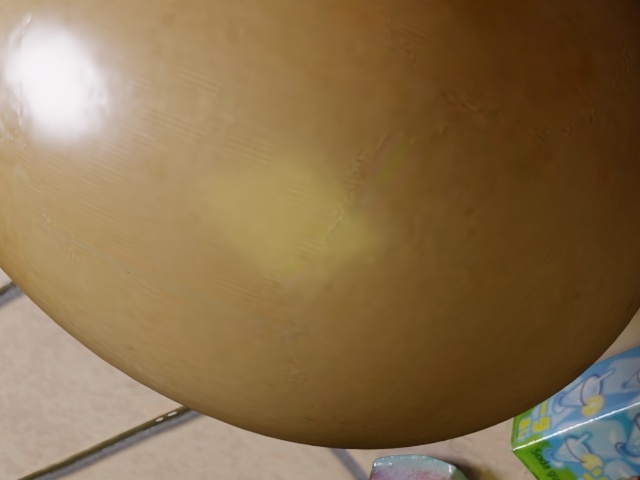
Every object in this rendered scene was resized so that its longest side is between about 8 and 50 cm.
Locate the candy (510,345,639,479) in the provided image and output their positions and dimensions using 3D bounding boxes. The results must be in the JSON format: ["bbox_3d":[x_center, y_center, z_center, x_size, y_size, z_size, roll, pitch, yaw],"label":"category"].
[{"bbox_3d":[0.225,0.114,0.857,0.194,0.062,0.097,-28,111,31],"label":"candy"}]

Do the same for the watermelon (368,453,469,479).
[{"bbox_3d":[0.072,0.195,0.964,0.085,0.072,0.092,23,126,-20],"label":"watermelon"}]

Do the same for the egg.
[{"bbox_3d":[-0.012,-0.063,0.663,0.374,0.301,0.301,29,129,7],"label":"egg"}]
